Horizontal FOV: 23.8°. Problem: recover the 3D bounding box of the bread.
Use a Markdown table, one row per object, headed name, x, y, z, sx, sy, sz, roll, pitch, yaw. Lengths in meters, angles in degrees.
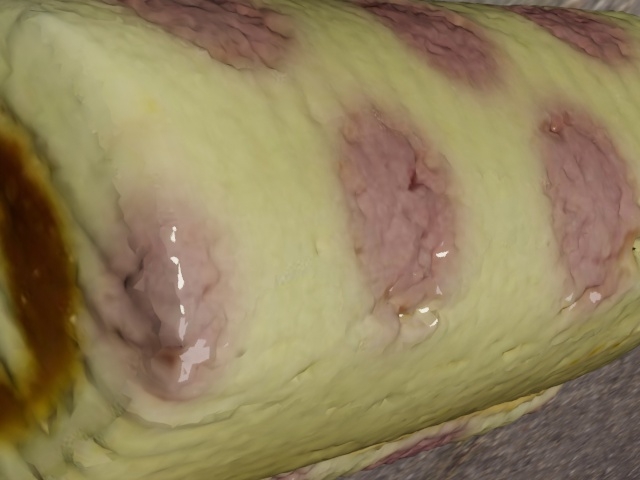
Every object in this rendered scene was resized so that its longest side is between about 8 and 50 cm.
| name | x | y | z | sx | sy | sz | roll | pitch | yaw |
| --- | --- | --- | --- | --- | --- | --- | --- | --- | --- |
| bread | 0.000 | 0.000 | 0.549 | 0.338 | 0.155 | 0.187 | -9 | 155 | -48 |
